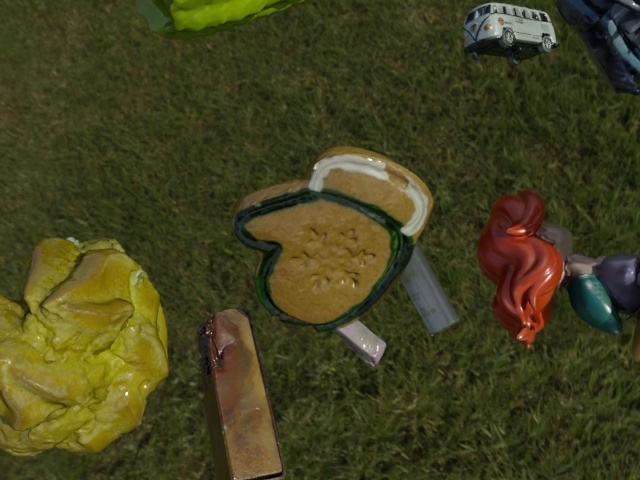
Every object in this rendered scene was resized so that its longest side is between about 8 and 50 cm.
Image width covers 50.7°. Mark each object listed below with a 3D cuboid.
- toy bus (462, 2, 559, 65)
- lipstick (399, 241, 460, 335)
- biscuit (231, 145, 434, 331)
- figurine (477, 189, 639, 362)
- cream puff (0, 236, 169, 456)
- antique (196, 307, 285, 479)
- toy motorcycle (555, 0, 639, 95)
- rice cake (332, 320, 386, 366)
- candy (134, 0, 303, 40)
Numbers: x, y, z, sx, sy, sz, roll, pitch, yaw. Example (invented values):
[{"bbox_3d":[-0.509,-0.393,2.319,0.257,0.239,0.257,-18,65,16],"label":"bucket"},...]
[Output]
[{"bbox_3d":[0.332,-0.369,1.200,0.087,0.194,0.089,-11,86,53],"label":"toy bus"},{"bbox_3d":[0.150,0.035,1.153,0.059,0.059,0.263,-30,75,7],"label":"lipstick"},{"bbox_3d":[0.000,0.001,1.061,0.343,0.287,0.057,-58,17,29],"label":"biscuit"},{"bbox_3d":[0.326,0.052,0.909,0.257,0.181,0.208,20,95,24],"label":"figurine"},{"bbox_3d":[-0.242,0.102,0.628,0.195,0.195,0.221,32,89,31],"label":"cream puff"},{"bbox_3d":[-0.146,0.271,1.169,0.093,0.087,0.309,-2,62,-26],"label":"antique"},{"bbox_3d":[0.316,-0.293,0.721,0.172,0.416,0.232,-43,59,27],"label":"toy motorcycle"},{"bbox_3d":[0.023,0.189,1.726,0.064,0.399,0.070,-21,35,52],"label":"rice cake"},{"bbox_3d":[-0.042,-0.214,0.501,0.210,0.096,0.096,-23,54,-24],"label":"candy"}]
